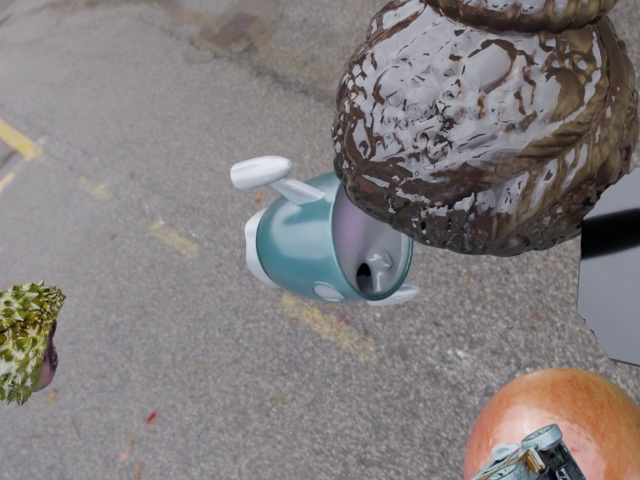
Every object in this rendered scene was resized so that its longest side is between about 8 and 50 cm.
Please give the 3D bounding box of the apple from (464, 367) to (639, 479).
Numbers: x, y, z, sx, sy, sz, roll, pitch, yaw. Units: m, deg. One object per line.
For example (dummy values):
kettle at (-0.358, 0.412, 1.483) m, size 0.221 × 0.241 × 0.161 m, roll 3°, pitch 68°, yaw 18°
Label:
apple at (0.452, 0.408, 1.274) m, size 0.363 × 0.364 × 0.364 m, roll -22°, pitch 42°, yaw 21°

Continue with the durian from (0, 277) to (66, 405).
durian at (-0.402, 0.147, 0.890) m, size 0.187 × 0.119 × 0.108 m, roll -60°, pitch 36°, yaw 25°

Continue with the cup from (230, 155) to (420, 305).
cup at (0.000, 0.000, 0.847) m, size 0.173 × 0.299 × 0.168 m, roll -10°, pitch 50°, yaw 40°

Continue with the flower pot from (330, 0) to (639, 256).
flower pot at (0.146, -0.167, 0.567) m, size 0.266 × 0.267 × 0.267 m, roll 2°, pitch 40°, yaw -2°

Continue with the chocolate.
chocolate at (0.289, 0.016, 0.503) m, size 0.156 × 0.133 × 0.156 m, roll 3°, pitch 93°, yaw 54°

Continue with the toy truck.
toy truck at (0.117, 0.199, 0.469) m, size 0.115 × 0.177 × 0.080 m, roll -38°, pitch 73°, yaw 31°
